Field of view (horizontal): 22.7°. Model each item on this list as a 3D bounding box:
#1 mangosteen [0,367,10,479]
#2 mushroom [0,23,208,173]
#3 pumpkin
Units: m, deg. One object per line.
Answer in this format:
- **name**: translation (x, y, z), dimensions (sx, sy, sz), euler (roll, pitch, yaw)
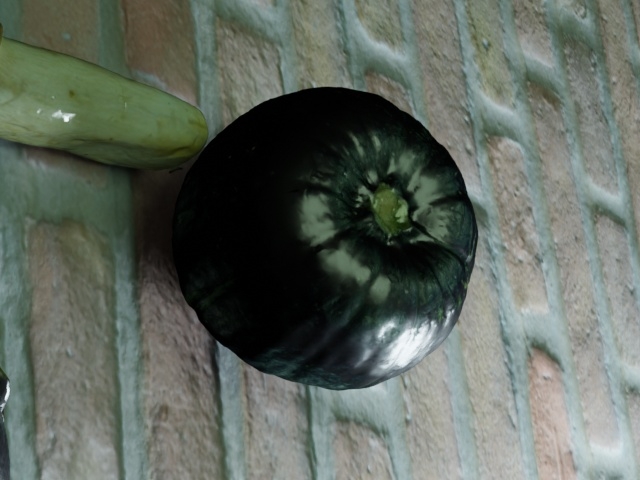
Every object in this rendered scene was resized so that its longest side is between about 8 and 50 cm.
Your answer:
- **mangosteen**: translation (-0.310, 0.134, 1.043), dimensions (0.243, 0.243, 0.243), euler (30, 51, -45)
- **mushroom**: translation (-0.223, -0.118, 1.382), dimensions (0.312, 0.100, 0.081), euler (18, 65, -53)
- **pumpkin**: translation (0.000, 0.000, 1.539), dimensions (0.315, 0.238, 0.315), euler (18, 56, -29)
